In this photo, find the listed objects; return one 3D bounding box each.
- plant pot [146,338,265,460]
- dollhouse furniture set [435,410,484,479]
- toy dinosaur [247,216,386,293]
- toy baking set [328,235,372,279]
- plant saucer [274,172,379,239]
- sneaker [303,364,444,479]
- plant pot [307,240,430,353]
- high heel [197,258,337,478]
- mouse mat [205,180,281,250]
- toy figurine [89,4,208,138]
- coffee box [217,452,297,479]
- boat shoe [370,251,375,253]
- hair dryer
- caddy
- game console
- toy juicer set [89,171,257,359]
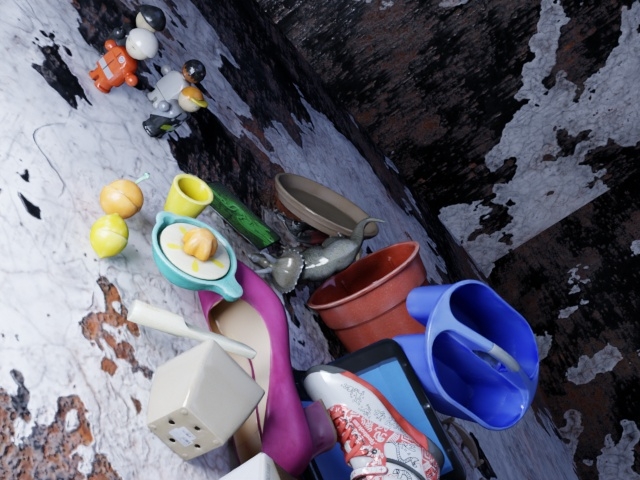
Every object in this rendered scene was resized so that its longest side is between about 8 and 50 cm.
[{"bbox_3d":[-0.153,0.209,0.883,0.109,0.109,0.096,49,30,-19],"label":"plant pot"},{"bbox_3d":[0.324,0.460,1.567,0.355,0.174,0.303,56,17,3],"label":"dollhouse furniture set"},{"bbox_3d":[0.006,0.040,1.457,0.160,0.314,0.120,-148,-134,-75],"label":"toy dinosaur"},{"bbox_3d":[0.066,0.064,1.744,0.256,0.030,0.196,50,40,-24],"label":"toy baking set"},{"bbox_3d":[0.010,-0.074,1.658,0.278,0.041,0.278,27,17,-9],"label":"plant saucer"},{"bbox_3d":[0.065,0.317,1.079,0.270,0.090,0.145,39,41,-2],"label":"sneaker"},{"bbox_3d":[0.154,0.181,1.526,0.265,0.273,0.272,60,16,-10],"label":"plant pot"},{"bbox_3d":[-0.119,0.169,1.028,0.377,0.127,0.181,53,26,19],"label":"high heel"},{"bbox_3d":[-0.168,-0.054,1.423,0.190,0.007,0.152,43,16,4],"label":"mouse mat"},{"bbox_3d":[-0.320,-0.329,1.362,0.209,0.148,0.213,45,19,-29],"label":"toy figurine"},{"bbox_3d":[-0.014,0.415,0.826,0.297,0.119,0.168,47,18,-24],"label":"coffee box"},{"bbox_3d":[0.179,0.085,2.021,0.109,0.094,0.302,58,17,11],"label":"boat shoe"},{"bbox_3d":[0.000,0.000,1.785,0.293,0.080,0.223,44,36,-18],"label":"hair dryer"},{"bbox_3d":[0.296,0.224,1.371,0.341,0.179,0.241,38,65,-30],"label":"caddy"},{"bbox_3d":[0.076,0.314,1.172,0.250,0.173,0.293,24,35,-60],"label":"game console"},{"bbox_3d":[-0.214,0.016,1.001,0.209,0.089,0.329,9,42,-40],"label":"toy juicer set"}]
